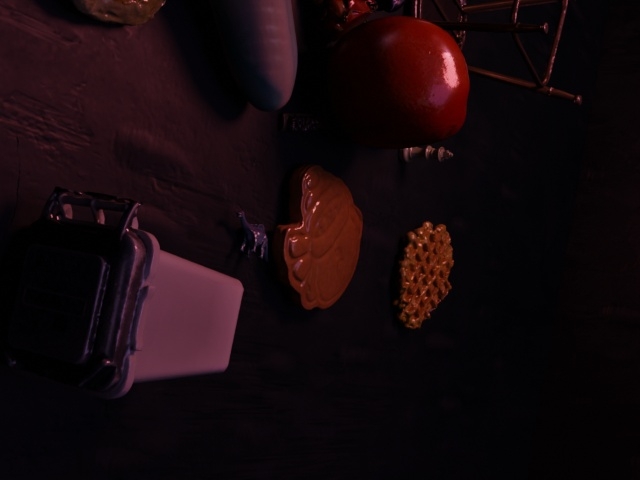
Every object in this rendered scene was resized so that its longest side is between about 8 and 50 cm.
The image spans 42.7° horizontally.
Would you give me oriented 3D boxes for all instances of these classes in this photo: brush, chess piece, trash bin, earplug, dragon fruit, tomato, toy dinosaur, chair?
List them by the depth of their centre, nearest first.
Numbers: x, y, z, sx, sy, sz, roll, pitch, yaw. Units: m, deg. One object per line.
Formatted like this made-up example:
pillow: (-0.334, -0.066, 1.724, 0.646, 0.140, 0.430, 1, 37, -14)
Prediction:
trash bin: (-0.299, 0.094, 1.342, 0.367, 0.255, 0.296, 19, 79, -61)
earplug: (-0.122, -0.399, 1.567, 0.185, 0.185, 0.324, -47, 140, -39)
toy dinosaur: (-0.136, 0.001, 1.712, 0.197, 0.045, 0.080, 57, 37, -55)
dragon fruit: (0.049, -0.510, 1.815, 0.138, 0.142, 0.175, -43, 116, 4)
tomato: (0.170, -0.346, 1.831, 0.289, 0.325, 0.293, -15, 100, -25)
brush: (-0.006, -0.268, 1.859, 0.248, 0.036, 0.043, -12, 115, -55)
chair: (0.476, -0.599, 2.153, 0.364, 0.410, 0.362, 36, 66, -52)
chess piece: (0.285, -0.231, 2.182, 0.059, 0.149, 0.059, -18, 113, -51)

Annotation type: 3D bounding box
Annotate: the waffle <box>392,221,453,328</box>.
waffle: (0.301, 0.097, 2.353, 0.312, 0.060, 0.307, -7, 103, -53)

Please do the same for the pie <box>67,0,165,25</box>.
pie: (-0.327, -0.489, 1.322, 0.306, 0.071, 0.306, -18, 112, -52)

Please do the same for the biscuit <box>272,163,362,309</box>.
biscuit: (0.000, 0.000, 1.887, 0.312, 0.057, 0.351, -63, 144, -31)

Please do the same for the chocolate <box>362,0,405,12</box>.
chocolate: (0.229, -0.651, 1.969, 0.343, 0.148, 0.126, -41, 166, -19)
